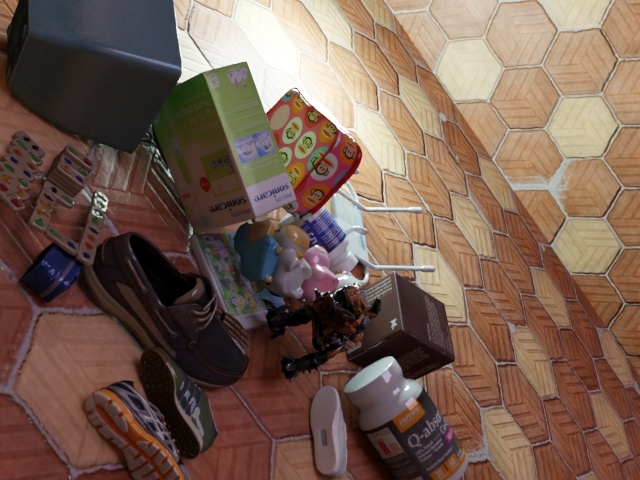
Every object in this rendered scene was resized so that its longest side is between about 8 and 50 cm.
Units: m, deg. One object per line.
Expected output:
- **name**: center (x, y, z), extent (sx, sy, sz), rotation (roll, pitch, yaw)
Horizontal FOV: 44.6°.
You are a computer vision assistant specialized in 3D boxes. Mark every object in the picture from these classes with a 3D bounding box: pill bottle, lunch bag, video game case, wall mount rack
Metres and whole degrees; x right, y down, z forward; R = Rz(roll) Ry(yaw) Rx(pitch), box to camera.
- **pill bottle**: center (0.180, 0.398, 1.670), extent (0.278, 0.162, 0.162), rotation (55, 30, -4)
- **lunch bag**: center (-0.062, -0.186, 1.762), extent (0.120, 0.258, 0.293), rotation (33, 15, -41)
- **video game case**: center (-0.162, 0.080, 1.602), extent (0.193, 0.023, 0.213), rotation (-5, 66, -57)
- **lunch bag**: center (-0.414, 0.046, 1.227), extent (0.065, 0.067, 0.098), rotation (46, 31, -20)
- **pill bottle**: center (0.000, 0.000, 1.823), extent (0.187, 0.112, 0.112), rotation (52, 31, -9)
- **wall mount rack**: center (0.147, -0.035, 2.050), extent (0.304, 0.130, 0.350), rotation (30, 41, -39)

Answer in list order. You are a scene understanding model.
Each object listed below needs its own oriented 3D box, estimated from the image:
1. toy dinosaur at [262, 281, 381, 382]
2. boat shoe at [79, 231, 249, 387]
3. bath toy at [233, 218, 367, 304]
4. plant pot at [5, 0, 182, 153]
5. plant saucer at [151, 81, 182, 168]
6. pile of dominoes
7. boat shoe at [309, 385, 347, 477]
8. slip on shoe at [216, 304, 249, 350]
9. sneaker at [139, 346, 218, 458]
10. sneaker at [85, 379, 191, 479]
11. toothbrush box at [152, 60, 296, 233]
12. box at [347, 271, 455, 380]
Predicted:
- **toy dinosaur**: center (0.017, 0.184, 1.546), extent (0.322, 0.218, 0.164), rotation (85, -16, -46)
- **boat shoe**: center (-0.245, 0.124, 1.337), extent (0.355, 0.130, 0.132), rotation (43, 34, -24)
- **bath toy**: center (-0.034, 0.068, 1.677), extent (0.348, 0.129, 0.152), rotation (32, 79, -46)
- **plant pot**: center (-0.423, -0.345, 1.413), extent (0.252, 0.247, 0.248), rotation (10, 53, -34)
- **plant saucer**: center (-0.262, -0.212, 1.693), extent (0.278, 0.041, 0.278), rotation (35, 41, -38)
- **pile of dominoes**: center (-0.429, -0.086, 1.283), extent (0.196, 0.040, 0.251), rotation (40, 17, -26)
- **boat shoe**: center (0.025, 0.383, 1.562), extent (0.063, 0.066, 0.184), rotation (45, 27, -47)
- **slip on shoe**: center (-0.189, 0.162, 1.471), extent (0.135, 0.041, 0.051), rotation (46, 32, -20)
- **sneaker**: center (-0.231, 0.264, 1.305), extent (0.192, 0.064, 0.086), rotation (63, 23, 9)
- **sneaker**: center (-0.263, 0.302, 1.200), extent (0.215, 0.084, 0.083), rotation (55, 26, -3)
- **toothbrush box**: center (-0.196, -0.175, 1.519), extent (0.122, 0.206, 0.283), rotation (-29, 103, -43)
- **box**: center (0.183, 0.212, 1.838), extent (0.203, 0.168, 0.167), rotation (33, 39, -37)
